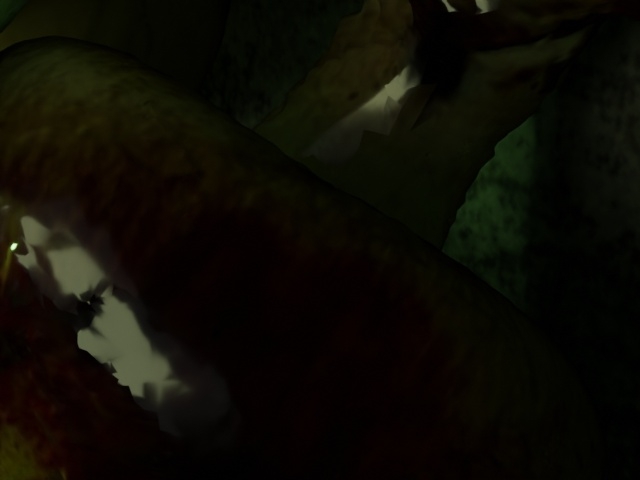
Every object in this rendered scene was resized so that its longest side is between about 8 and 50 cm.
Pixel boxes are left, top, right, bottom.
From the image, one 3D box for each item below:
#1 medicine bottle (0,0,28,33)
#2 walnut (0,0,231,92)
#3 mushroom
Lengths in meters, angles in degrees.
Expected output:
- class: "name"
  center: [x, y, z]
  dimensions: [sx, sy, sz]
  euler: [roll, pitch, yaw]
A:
- class: "medicine bottle"
  center: [-0.111, -0.194, 0.586]
  dimensions: [0.124, 0.324, 0.179]
  euler: [42, 179, -11]
- class: "walnut"
  center: [-0.225, -0.195, 0.844]
  dimensions: [0.398, 0.308, 0.354]
  euler: [6, 134, 43]
- class: "mushroom"
  center: [-0.022, 0.000, 0.671]
  dimensions: [0.334, 0.331, 0.356]
  euler: [90, -167, -74]
